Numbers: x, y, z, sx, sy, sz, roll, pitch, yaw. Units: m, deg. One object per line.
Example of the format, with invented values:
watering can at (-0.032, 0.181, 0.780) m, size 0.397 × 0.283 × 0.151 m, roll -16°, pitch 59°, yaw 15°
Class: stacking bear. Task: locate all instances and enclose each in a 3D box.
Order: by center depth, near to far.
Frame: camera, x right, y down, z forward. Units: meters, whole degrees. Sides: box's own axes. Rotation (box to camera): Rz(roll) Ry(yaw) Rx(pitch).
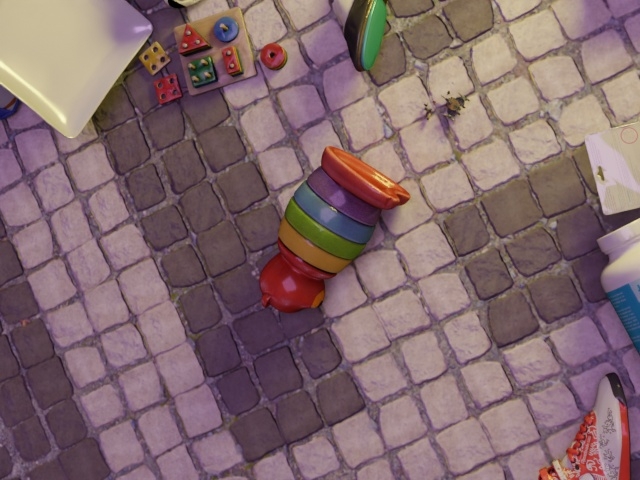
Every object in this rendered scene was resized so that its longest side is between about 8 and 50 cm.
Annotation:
stacking bear at (0.000, 0.000, 1.706) m, size 0.164 × 0.175 × 0.289 m, roll 35°, pitch 104°, yaw 9°

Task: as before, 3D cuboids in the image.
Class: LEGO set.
LEGO set at (0.221, -0.232, 1.728) m, size 0.083 × 0.023 × 0.054 m, roll 6°, pitch 88°, yaw 26°

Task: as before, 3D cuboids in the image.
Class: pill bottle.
pill bottle at (0.542, 0.095, 1.580) m, size 0.146 × 0.146 × 0.264 m, roll -29°, pitch 83°, yaw 10°

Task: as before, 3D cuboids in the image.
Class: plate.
plate at (-0.478, -0.366, 1.771) m, size 0.277 × 0.045 × 0.278 m, roll 40°, pitch 70°, yaw -28°

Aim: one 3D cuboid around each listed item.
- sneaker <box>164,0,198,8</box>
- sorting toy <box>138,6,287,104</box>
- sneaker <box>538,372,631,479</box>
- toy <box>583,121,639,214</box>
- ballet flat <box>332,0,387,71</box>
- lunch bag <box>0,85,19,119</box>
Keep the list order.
sneaker at (-0.236, -0.607, 1.796) m, size 0.236 × 0.130 × 0.323 m, roll 43°, pitch 102°, yaw 20°
sorting toy at (-0.205, -0.344, 1.812) m, size 0.274 × 0.046 × 0.132 m, roll -15°, pitch 85°, yaw 12°
sneaker at (0.428, 0.353, 1.627) m, size 0.145 × 0.090 × 0.270 m, roll -3°, pitch 90°, yaw 10°
toy at (0.562, -0.131, 1.629) m, size 0.237 × 0.056 × 0.137 m, roll -14°, pitch 82°, yaw 7°
ballet flat at (0.083, -0.428, 1.733) m, size 0.096 × 0.095 × 0.280 m, roll 16°, pitch 82°, yaw 22°
lunch bag at (-0.696, -0.415, 1.781) m, size 0.239 × 0.328 × 0.385 m, roll -14°, pitch 87°, yaw 18°
